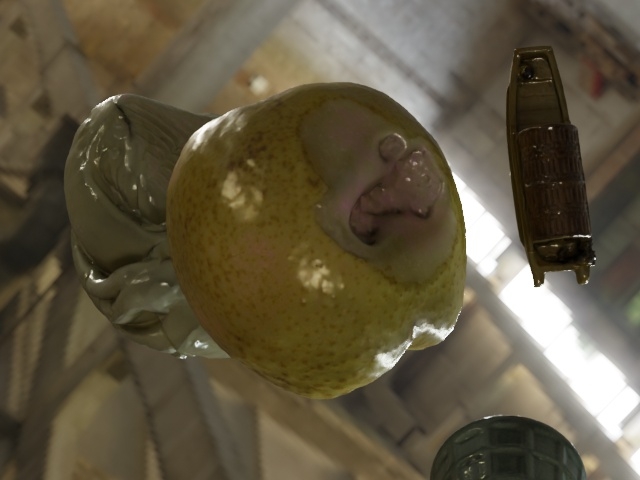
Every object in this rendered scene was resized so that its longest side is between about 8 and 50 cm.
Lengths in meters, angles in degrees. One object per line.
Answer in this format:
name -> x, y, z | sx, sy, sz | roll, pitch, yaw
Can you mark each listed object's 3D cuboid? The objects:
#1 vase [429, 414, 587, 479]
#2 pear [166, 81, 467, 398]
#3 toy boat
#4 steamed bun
vase -> 0.121, 0.241, 1.064 | 0.143, 0.143, 0.299 | 40, -155, -16
pear -> 0.000, 0.000, 1.410 | 0.271, 0.271, 0.271 | 41, -171, -8
toy boat -> 0.212, -0.070, 1.540 | 0.088, 0.068, 0.226 | 119, 145, -82
steamed bun -> -0.141, 0.008, 1.768 | 0.275, 0.206, 0.320 | -8, -117, -46
